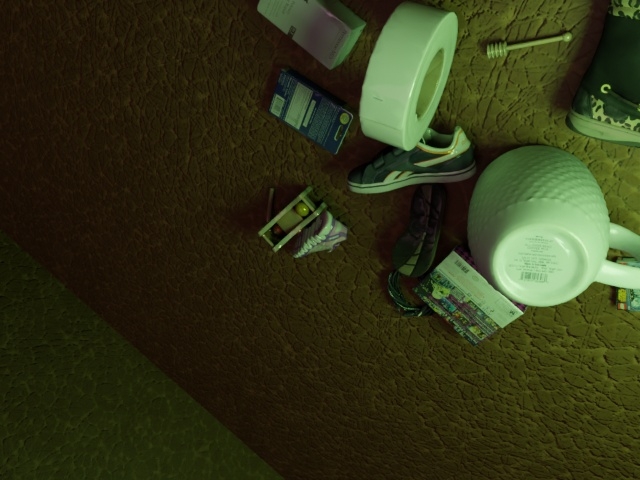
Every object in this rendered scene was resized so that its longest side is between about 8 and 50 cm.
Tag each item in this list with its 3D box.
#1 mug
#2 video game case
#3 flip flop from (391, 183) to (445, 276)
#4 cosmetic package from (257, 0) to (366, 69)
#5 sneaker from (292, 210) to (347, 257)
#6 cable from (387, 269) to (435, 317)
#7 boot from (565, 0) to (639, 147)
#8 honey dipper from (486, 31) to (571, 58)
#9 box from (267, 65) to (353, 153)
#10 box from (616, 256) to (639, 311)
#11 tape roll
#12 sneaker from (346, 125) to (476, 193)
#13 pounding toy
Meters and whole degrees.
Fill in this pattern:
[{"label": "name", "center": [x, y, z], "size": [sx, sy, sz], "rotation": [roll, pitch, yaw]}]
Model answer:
[{"label": "mug", "center": [0.485, -0.006, 1.085], "size": [0.373, 0.328, 0.276], "rotation": [18, 118, 11]}, {"label": "video game case", "center": [0.384, 0.150, 1.407], "size": [0.232, 0.042, 0.210], "rotation": [42, 139, 8]}, {"label": "flip flop", "center": [0.269, -0.027, 1.415], "size": [0.112, 0.080, 0.277], "rotation": [22, 115, 24]}, {"label": "cosmetic package", "center": [-0.023, -0.521, 1.245], "size": [0.231, 0.085, 0.117], "rotation": [40, 134, 4]}, {"label": "sneaker", "center": [0.000, 0.000, 1.593], "size": [0.104, 0.095, 0.236], "rotation": [20, 149, -24]}, {"label": "cable", "center": [0.271, 0.149, 1.548], "size": [0.150, 0.047, 0.185], "rotation": [3, 121, 31]}, {"label": "boot", "center": [0.657, -0.301, 0.938], "size": [0.377, 0.138, 0.284], "rotation": [18, 129, 28]}, {"label": "honey dipper", "center": [0.422, -0.397, 1.087], "size": [0.160, 0.030, 0.031], "rotation": [0, 121, 29]}, {"label": "box", "center": [-0.024, -0.338, 1.404], "size": [0.225, 0.036, 0.136], "rotation": [35, 133, 9]}, {"label": "box", "center": [0.734, 0.102, 1.234], "size": [0.093, 0.027, 0.137], "rotation": [2, 121, 30]}, {"label": "tape roll", "center": [0.184, -0.334, 1.106], "size": [0.100, 0.286, 0.286], "rotation": [24, 130, 17]}, {"label": "sneaker", "center": [0.205, -0.202, 1.296], "size": [0.320, 0.126, 0.128], "rotation": [-7, 121, 24]}, {"label": "pounding toy", "center": [-0.122, -0.075, 1.569], "size": [0.155, 0.154, 0.269], "rotation": [48, 133, -5]}]
